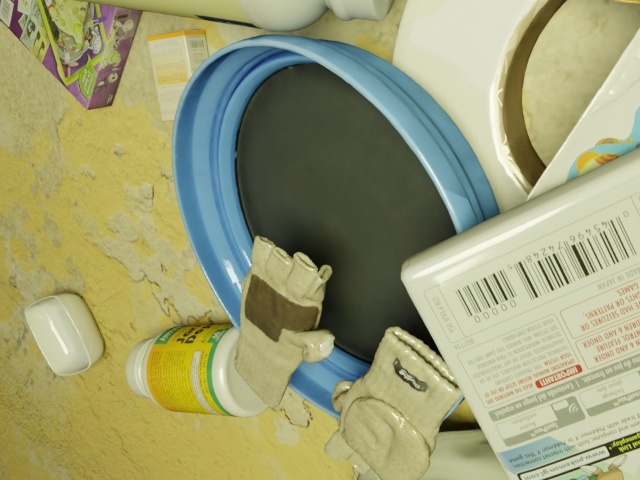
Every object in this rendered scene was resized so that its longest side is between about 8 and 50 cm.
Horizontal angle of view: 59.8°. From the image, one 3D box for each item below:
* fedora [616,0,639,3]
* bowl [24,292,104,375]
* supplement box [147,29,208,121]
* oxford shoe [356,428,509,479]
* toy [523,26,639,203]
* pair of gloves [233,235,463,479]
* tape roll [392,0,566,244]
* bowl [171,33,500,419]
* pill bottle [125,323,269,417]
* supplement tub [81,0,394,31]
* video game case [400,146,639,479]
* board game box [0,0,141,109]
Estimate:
[{"bbox_3d":[0.196,-0.222,0.291,0.194,0.079,0.195,12,114,29],"label":"fedora"},{"bbox_3d":[-0.436,0.158,0.965,0.142,0.053,0.142,-19,96,37],"label":"bowl"},{"bbox_3d":[-0.162,-0.192,0.655,0.062,0.036,0.099,6,111,32],"label":"supplement box"},{"bbox_3d":[0.227,0.244,0.511,0.449,0.130,0.169,-4,146,34],"label":"oxford shoe"},{"bbox_3d":[0.210,-0.038,0.358,0.136,0.056,0.237,27,114,-4],"label":"toy"},{"bbox_3d":[0.010,0.115,0.513,0.240,0.042,0.204,34,133,28],"label":"pair of gloves"},{"bbox_3d":[0.238,-0.103,0.403,0.391,0.072,0.392,13,115,29],"label":"tape roll"},{"bbox_3d":[0.000,0.000,0.543,0.391,0.077,0.391,29,134,35],"label":"bowl"},{"bbox_3d":[-0.163,0.172,0.749,0.208,0.117,0.118,-9,103,36],"label":"pill bottle"},{"bbox_3d":[-0.095,-0.292,0.418,0.324,0.235,0.236,13,116,11],"label":"supplement tub"},{"bbox_3d":[0.260,0.074,0.324,0.328,0.036,0.300,-27,98,15],"label":"video game case"},{"bbox_3d":[-0.287,-0.360,0.668,0.208,0.056,0.347,47,127,14],"label":"board game box"}]
